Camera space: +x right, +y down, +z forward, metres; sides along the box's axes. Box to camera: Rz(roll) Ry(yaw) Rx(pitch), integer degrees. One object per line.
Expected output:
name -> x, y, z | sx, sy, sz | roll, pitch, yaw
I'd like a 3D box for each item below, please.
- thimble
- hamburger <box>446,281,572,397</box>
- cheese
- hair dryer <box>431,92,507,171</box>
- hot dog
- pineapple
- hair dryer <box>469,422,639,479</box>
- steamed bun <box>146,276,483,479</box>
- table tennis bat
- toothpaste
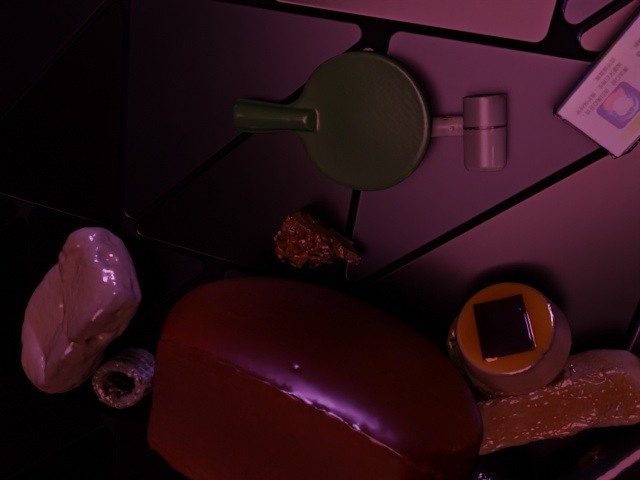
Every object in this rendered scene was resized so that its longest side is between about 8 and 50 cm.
thimble -> -0.306, 0.219, 0.915 | 0.110, 0.062, 0.084 | -11, 104, 24
hamburger -> 0.214, 0.116, 0.660 | 0.141, 0.126, 0.081 | -31, 137, 11
cheese -> -0.366, 0.115, 0.867 | 0.263, 0.093, 0.159 | -47, 55, 24
hair dryer -> 0.141, -0.122, 0.650 | 0.137, 0.047, 0.082 | 4, 109, 25
hot dog -> 0.268, 0.190, 0.687 | 0.242, 0.073, 0.084 | -25, 100, 25
pineapple -> 0.000, 0.000, 0.738 | 0.114, 0.077, 0.114 | 20, 148, 2
hair dryer -> 0.322, 0.267, 0.688 | 0.189, 0.107, 0.352 | 42, 108, 0
steamed bun -> -0.003, 0.193, 0.690 | 0.379, 0.248, 0.235 | 21, 116, 18
table tennis bat -> 0.007, -0.143, 0.681 | 0.257, 0.039, 0.160 | 9, 111, 23
toothpaste -> 0.360, -0.232, 0.518 | 0.081, 0.067, 0.336 | 38, 115, 6
